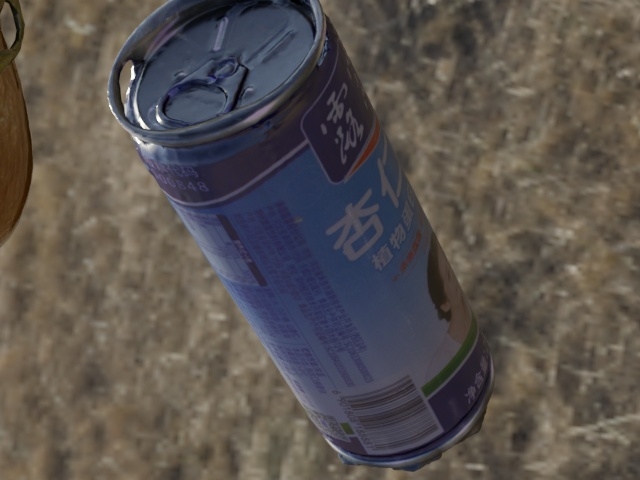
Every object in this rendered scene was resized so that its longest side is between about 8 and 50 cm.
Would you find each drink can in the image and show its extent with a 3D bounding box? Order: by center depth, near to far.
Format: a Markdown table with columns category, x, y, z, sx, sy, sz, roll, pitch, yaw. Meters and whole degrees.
| category | x | y | z | sx | sy | sz | roll | pitch | yaw |
| --- | --- | --- | --- | --- | --- | --- | --- | --- | --- |
| drink can | 0.000 | 0.000 | 0.736 | 0.097 | 0.235 | 0.097 | -15 | 46 | 16 |

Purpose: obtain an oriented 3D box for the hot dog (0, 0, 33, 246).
| category | x | y | z | sx | sy | sz | roll | pitch | yaw |
| --- | --- | --- | --- | --- | --- | --- | --- | --- | --- |
| hot dog | -0.128 | -0.079 | 0.323 | 0.109 | 0.269 | 0.072 | -13 | 33 | 16 |
